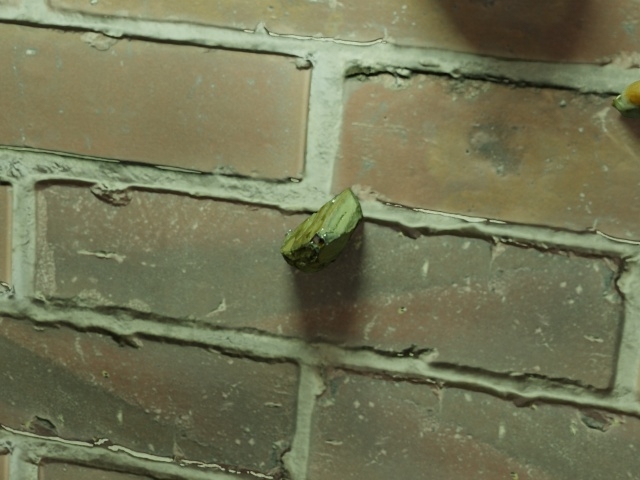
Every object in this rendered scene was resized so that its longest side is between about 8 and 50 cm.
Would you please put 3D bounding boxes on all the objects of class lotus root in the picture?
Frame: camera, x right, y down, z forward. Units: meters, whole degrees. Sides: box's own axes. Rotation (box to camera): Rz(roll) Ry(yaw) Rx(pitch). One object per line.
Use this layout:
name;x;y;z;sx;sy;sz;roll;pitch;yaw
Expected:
lotus root;0.001;0.004;1.926;0.143;0.144;0.070;-35;102;28

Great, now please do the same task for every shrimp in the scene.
shrimp;0.512;-0.167;1.792;0.161;0.049;0.166;-4;133;41
